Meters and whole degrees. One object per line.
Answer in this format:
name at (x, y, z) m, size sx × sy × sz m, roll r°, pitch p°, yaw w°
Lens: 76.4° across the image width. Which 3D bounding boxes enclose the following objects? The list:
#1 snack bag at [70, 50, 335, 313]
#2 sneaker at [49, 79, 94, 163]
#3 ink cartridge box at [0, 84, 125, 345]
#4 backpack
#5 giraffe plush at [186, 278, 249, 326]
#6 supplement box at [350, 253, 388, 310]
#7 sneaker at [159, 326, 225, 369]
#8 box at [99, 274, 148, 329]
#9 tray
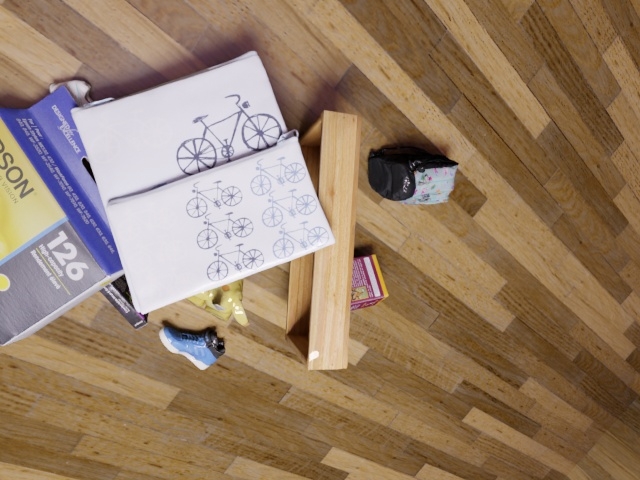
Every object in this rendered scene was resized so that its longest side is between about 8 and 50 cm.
snack bag at (-0.181, -0.100, 0.623) m, size 0.322 × 0.037 × 0.343 m, roll -19°, pitch 87°, yaw -2°
sneaker at (-0.394, -0.195, 0.692) m, size 0.061 × 0.053 × 0.152 m, roll -21°, pitch 115°, yaw -13°
ink cartridge box at (-0.456, -0.037, 0.641) m, size 0.307 × 0.072 × 0.304 m, roll -32°, pitch 94°, yaw 8°
backpack at (0.208, -0.137, 0.888) m, size 0.181 × 0.152 × 0.115 m, roll -7°, pitch 119°, yaw -30°
giraffe plush at (-0.188, 0.053, 0.812) m, size 0.181 × 0.210 × 0.171 m, roll 44°, pitch 64°, yaw -32°
supplement box at (0.044, 0.107, 0.924) m, size 0.187 × 0.081 × 0.104 m, roll -10°, pitch 69°, yaw -15°
sneaker at (-0.272, 0.218, 0.892) m, size 0.084 × 0.058 × 0.152 m, roll -37°, pitch 122°, yaw 4°
box at (-0.381, 0.078, 0.768) m, size 0.029 × 0.116 × 0.162 m, roll -32°, pitch 117°, yaw -3°
tray at (0.000, 0.000, 0.748) m, size 0.076 × 0.203 × 0.412 m, roll 3°, pitch 89°, yaw -16°
